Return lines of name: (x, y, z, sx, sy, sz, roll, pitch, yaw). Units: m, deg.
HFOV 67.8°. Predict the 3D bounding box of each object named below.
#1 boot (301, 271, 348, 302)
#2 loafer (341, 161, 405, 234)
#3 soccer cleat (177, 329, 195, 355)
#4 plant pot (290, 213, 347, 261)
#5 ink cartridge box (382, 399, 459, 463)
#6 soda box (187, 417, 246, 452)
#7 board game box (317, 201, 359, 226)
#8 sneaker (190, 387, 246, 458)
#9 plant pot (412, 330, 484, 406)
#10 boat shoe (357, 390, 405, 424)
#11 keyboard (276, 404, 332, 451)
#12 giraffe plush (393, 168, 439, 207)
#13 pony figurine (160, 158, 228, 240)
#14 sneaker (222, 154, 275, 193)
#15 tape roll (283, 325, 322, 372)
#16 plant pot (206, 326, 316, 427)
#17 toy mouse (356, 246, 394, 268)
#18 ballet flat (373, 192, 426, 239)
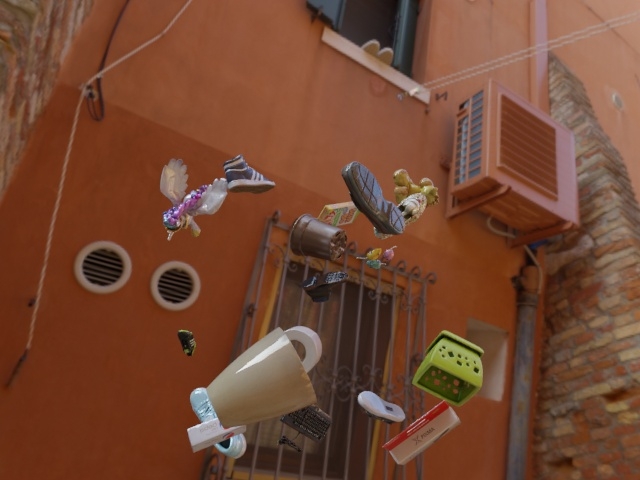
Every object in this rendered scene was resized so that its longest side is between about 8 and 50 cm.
boot: (0.035, 0.203, 2.062, 0.219, 0.082, 0.106, -13, -59, 24)
loafer: (0.124, -0.096, 1.255, 0.084, 0.096, 0.267, -11, -43, 39)
soccer cleat: (-0.576, 0.443, 2.058, 0.060, 0.072, 0.178, -2, -35, 0)
plant pot: (0.000, 0.000, 1.792, 0.165, 0.166, 0.167, 18, -16, 29)
ink cartridge box: (0.398, 0.750, 1.841, 0.296, 0.066, 0.261, -36, -33, 0)
soda box: (-0.403, 0.744, 1.865, 0.216, 0.074, 0.069, -15, -41, -22)
board game box: (0.092, -0.116, 2.104, 0.260, 0.039, 0.124, -16, -32, -45)
sneaker: (-0.458, 0.773, 2.067, 0.366, 0.135, 0.150, 40, -14, 27)
plant pot: (0.547, 0.528, 2.009, 0.227, 0.207, 0.228, 26, -41, 7)
boat shoe: (0.206, 0.614, 1.723, 0.229, 0.080, 0.076, 29, -59, -33)
keyboard: (-0.068, 0.769, 1.941, 0.033, 0.201, 0.317, 23, -20, 43)
giraffe plush: (0.401, -0.198, 1.967, 0.171, 0.210, 0.181, -6, 6, 16)
pony figurine: (-0.604, -0.167, 2.223, 0.303, 0.350, 0.363, 23, 2, -2)
sneaker: (-0.319, -0.296, 2.136, 0.099, 0.153, 0.282, -27, -11, 32)
tape roll: (-0.124, 0.588, 2.545, 0.246, 0.246, 0.169, 7, -4, 9)
plant pot: (-0.192, 0.436, 1.436, 0.274, 0.256, 0.256, -24, -15, -15)
toy mouse: (0.243, 0.079, 1.910, 0.161, 0.031, 0.143, -26, -36, 10)
ballet flat: (0.292, -0.089, 1.691, 0.091, 0.241, 0.077, 48, -10, 9)
